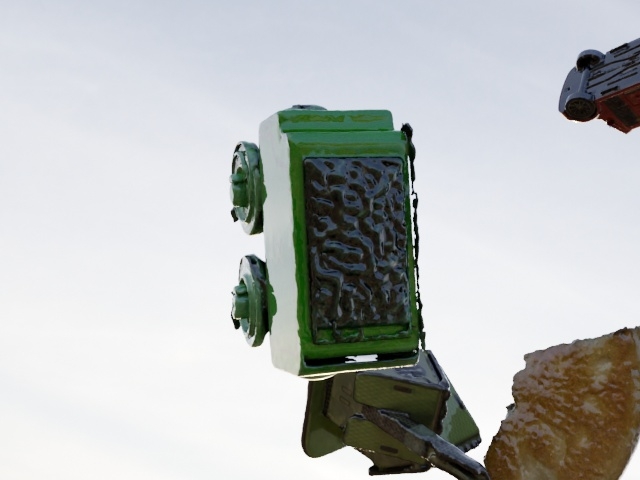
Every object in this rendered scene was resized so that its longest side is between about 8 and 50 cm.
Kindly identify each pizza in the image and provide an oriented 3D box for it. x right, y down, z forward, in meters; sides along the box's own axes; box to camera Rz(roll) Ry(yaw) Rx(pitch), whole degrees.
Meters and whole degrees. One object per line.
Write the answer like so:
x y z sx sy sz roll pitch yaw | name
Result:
0.329 0.256 1.173 0.182 0.365 0.074 23 -9 26 | pizza

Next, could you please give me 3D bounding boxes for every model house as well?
0.146 0.241 1.157 0.279 0.218 0.204 24 -64 39 | model house

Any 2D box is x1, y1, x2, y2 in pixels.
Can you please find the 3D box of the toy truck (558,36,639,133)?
0.464 -0.228 1.221 0.114 0.107 0.253 38 -35 -24 | toy truck

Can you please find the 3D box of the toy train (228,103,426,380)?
0.000 0.000 0.734 0.132 0.243 0.188 -3 -3 -19 | toy train
